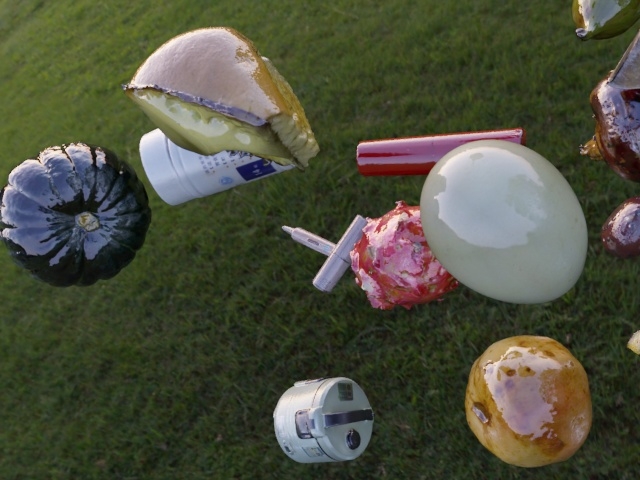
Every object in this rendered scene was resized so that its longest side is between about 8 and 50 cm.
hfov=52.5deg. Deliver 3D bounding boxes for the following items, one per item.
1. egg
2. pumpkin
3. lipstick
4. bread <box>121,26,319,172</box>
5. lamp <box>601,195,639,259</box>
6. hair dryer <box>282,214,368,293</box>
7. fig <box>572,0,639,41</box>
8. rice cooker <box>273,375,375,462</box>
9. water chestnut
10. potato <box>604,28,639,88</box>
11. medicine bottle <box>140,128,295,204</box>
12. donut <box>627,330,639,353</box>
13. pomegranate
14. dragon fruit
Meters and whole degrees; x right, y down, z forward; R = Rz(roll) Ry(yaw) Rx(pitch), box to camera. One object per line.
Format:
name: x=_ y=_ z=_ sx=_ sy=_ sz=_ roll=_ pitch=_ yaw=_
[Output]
egg: x=0.242 y=-0.018 z=0.845 sx=0.188 sy=0.253 sz=0.188 roll=-39 pitch=26 yaw=24
pumpkin: x=-0.365 y=-0.038 z=0.969 sx=0.220 sy=0.220 sz=0.162 roll=-56 pitch=32 yaw=-13
lipstick: x=0.202 y=-0.145 z=1.093 sx=0.279 sy=0.073 sz=0.073 roll=0 pitch=61 yaw=23
bread: x=-0.133 y=-0.200 z=0.896 sx=0.262 sy=0.204 sz=0.163 roll=15 pitch=84 yaw=22
lamp: x=0.738 y=-0.024 z=1.508 sx=0.135 sy=0.156 sz=0.157 roll=38 pitch=93 yaw=14
hair dryer: x=0.005 y=-0.012 z=1.558 sx=0.220 sy=0.053 sz=0.195 roll=42 pitch=100 yaw=39
fig: x=0.497 y=-0.396 z=1.154 sx=0.124 sy=0.124 sz=0.236 roll=11 pitch=46 yaw=33
rice cooker: x=0.012 y=0.476 z=1.726 sx=0.244 sy=0.226 sz=0.226 roll=-17 pitch=52 yaw=42
water chestnut: x=0.804 y=-0.295 z=1.648 sx=0.347 sy=0.335 sz=0.335 roll=-13 pitch=52 yaw=51
potato: x=0.707 y=-0.409 z=1.362 sx=0.100 sy=0.261 sz=0.120 roll=33 pitch=80 yaw=14
medicine bottle: x=-0.238 y=-0.213 z=1.525 sx=0.332 sy=0.190 sz=0.190 roll=-16 pitch=54 yaw=12
donut: x=0.833 y=0.255 z=1.647 sx=0.083 sy=0.067 sz=0.038 roll=4 pitch=29 yaw=-18
pomegranate: x=0.355 y=0.266 z=1.086 sx=0.215 sy=0.215 sz=0.215 roll=-14 pitch=55 yaw=20
dragon fruit: x=0.185 y=0.024 z=1.224 sx=0.268 sy=0.205 sz=0.210 roll=-12 pitch=88 yaw=32
